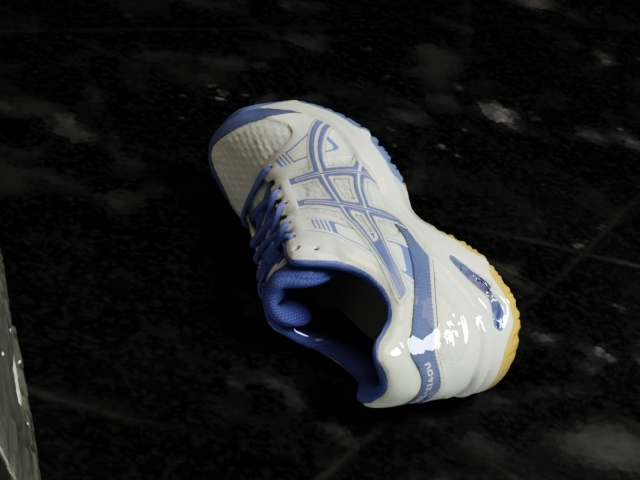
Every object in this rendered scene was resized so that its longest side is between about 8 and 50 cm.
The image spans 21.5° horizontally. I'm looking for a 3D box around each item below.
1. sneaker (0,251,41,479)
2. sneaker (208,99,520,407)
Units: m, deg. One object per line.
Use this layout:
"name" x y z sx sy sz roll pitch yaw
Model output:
"sneaker" -0.282 0.006 0.987 0.182 0.158 0.410 -11 33 -12
"sneaker" 0.000 0.000 1.148 0.131 0.112 0.296 -13 42 -40
